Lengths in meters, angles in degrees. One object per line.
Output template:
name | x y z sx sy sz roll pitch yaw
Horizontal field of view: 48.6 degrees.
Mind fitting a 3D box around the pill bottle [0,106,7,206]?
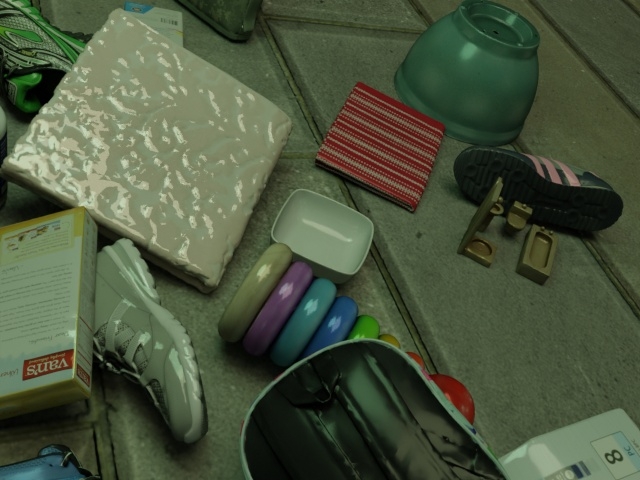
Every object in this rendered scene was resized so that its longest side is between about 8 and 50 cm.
pill bottle | -0.448 -0.124 0.877 0.112 0.187 0.112 13 44 -12

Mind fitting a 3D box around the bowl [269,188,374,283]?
bowl | 0.000 0.000 1.047 0.142 0.053 0.142 24 43 1

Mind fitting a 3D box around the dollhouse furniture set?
dollhouse furniture set | 0.334 -0.026 1.165 0.151 0.123 0.144 28 43 5

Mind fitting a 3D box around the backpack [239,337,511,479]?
backpack | 0.048 0.236 0.706 0.225 0.191 0.253 -33 65 -10

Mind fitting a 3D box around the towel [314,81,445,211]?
towel | 0.115 -0.177 1.289 0.199 0.031 0.275 26 45 0

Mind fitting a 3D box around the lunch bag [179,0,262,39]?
lunch bag | -0.186 -0.563 1.388 0.169 0.235 0.287 -19 57 -39

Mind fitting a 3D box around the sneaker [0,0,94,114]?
sneaker | -0.457 -0.279 1.066 0.343 0.134 0.146 21 43 -3

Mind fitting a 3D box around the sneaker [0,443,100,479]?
sneaker | -0.223 0.259 0.640 0.330 0.130 0.147 18 46 -6

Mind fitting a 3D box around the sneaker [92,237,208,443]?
sneaker | -0.217 0.126 0.815 0.115 0.105 0.281 -24 53 -22

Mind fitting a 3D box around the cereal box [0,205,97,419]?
cereal box | -0.336 0.080 0.777 0.173 0.047 0.240 -14 50 2

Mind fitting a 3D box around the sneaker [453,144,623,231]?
sneaker | 0.383 -0.106 1.298 0.319 0.112 0.131 18 26 -10

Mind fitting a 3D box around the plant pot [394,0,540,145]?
plant pot | 0.322 -0.361 1.439 0.293 0.196 0.293 13 44 -12

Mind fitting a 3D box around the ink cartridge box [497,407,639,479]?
ink cartridge box | 0.252 0.370 0.738 0.385 0.091 0.308 -10 51 -23

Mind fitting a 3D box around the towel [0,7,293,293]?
towel | -0.223 -0.132 0.995 0.317 0.053 0.332 30 56 -13

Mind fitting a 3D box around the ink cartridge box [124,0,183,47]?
ink cartridge box | -0.297 -0.340 1.247 0.104 0.061 0.181 6 45 -18

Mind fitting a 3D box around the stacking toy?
stacking toy | 0.043 0.144 0.882 0.330 0.141 0.141 33 43 0
